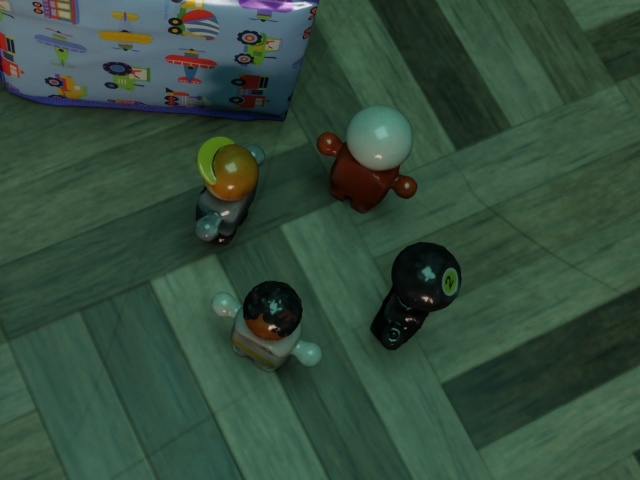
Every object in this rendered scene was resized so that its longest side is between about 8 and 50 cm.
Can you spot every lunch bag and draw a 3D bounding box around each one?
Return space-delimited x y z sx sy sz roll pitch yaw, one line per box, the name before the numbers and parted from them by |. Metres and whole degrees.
lunch bag | -0.166 -0.199 0.960 0.293 0.221 0.138 -7 70 -13

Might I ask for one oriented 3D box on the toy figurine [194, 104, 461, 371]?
toy figurine | 0.000 0.000 0.951 0.209 0.148 0.213 -10 71 -13
